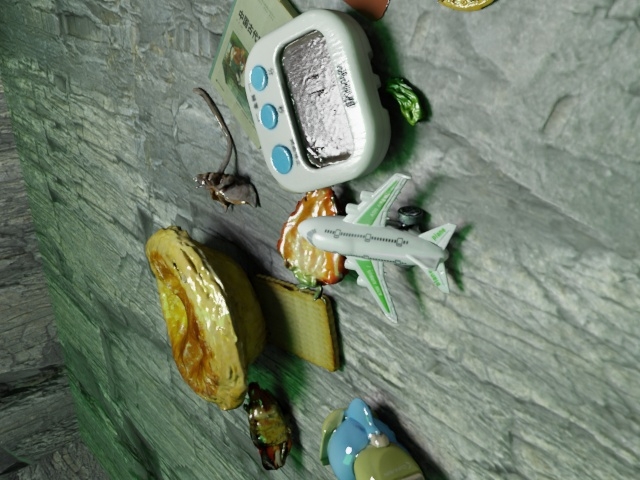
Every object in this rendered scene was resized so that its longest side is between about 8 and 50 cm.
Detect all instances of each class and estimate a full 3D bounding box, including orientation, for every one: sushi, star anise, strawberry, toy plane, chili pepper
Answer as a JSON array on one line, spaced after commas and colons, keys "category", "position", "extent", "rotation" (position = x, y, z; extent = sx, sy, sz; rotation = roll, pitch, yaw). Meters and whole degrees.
[{"category": "sushi", "position": [-0.118, 0.429, 1.410], "extent": [0.103, 0.097, 0.225], "rotation": [-88, -16, -75]}, {"category": "star anise", "position": [-0.208, -0.193, 1.293], "extent": [0.148, 0.219, 0.227], "rotation": [112, 176, -78]}, {"category": "strawberry", "position": [-0.001, 0.003, 1.063], "extent": [0.141, 0.085, 0.192], "rotation": [-18, 89, 25]}, {"category": "toy plane", "position": [0.086, 0.000, 0.933], "extent": [0.256, 0.101, 0.250], "rotation": [14, 120, 24]}, {"category": "chili pepper", "position": [0.123, -0.206, 0.870], "extent": [0.091, 0.030, 0.034], "rotation": [56, 166, 19]}]

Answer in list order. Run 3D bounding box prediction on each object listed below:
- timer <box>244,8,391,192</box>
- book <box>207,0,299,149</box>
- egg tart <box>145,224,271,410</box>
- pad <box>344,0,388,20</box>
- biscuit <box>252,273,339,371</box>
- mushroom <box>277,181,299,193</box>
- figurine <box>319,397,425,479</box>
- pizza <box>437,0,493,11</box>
[{"category": "timer", "position": [-0.005, -0.212, 0.943], "extent": [0.237, 0.087, 0.261], "rotation": [-12, 96, 41]}, {"category": "book", "position": [-0.119, -0.333, 1.109], "extent": [0.214, 0.025, 0.282], "rotation": [54, 142, 17]}, {"category": "egg tart", "position": [-0.243, 0.162, 1.349], "extent": [0.443, 0.178, 0.442], "rotation": [39, 139, 45]}, {"category": "pad", "position": [0.069, -0.464, 0.833], "extent": [0.181, 0.004, 0.267], "rotation": [46, 137, 26]}, {"category": "biscuit", "position": [-0.052, 0.168, 1.263], "extent": [0.255, 0.029, 0.172], "rotation": [14, 118, 48]}, {"category": "mushroom", "position": [-0.034, -0.115, 1.082], "extent": [0.085, 0.085, 0.079], "rotation": [24, 167, 43]}, {"category": "figurine", "position": [0.094, 0.419, 1.102], "extent": [0.262, 0.154, 0.180], "rotation": [53, 167, 41]}, {"category": "pizza", "position": [0.178, -0.326, 0.746], "extent": [0.083, 0.025, 0.078], "rotation": [19, 123, 46]}]
